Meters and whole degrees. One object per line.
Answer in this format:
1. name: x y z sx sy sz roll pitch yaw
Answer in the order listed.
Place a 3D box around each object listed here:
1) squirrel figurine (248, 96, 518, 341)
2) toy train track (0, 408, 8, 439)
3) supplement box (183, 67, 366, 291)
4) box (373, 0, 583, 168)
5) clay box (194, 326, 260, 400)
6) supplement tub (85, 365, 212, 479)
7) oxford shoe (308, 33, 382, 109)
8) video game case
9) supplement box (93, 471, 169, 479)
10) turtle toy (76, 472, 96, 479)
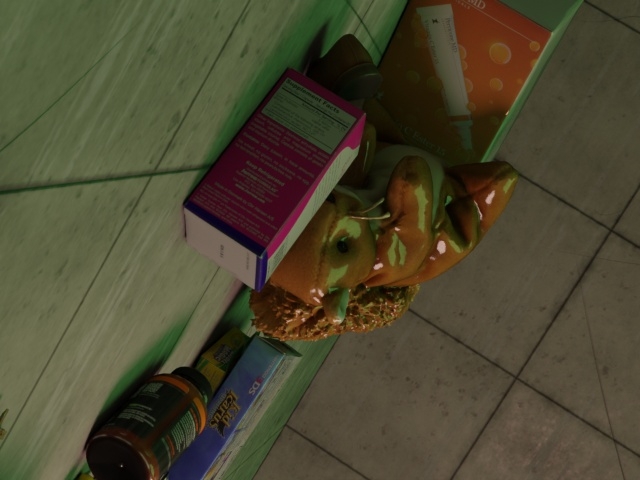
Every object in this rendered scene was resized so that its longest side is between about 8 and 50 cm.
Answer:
1. squirrel figurine: 0.044 0.025 1.921 0.370 0.281 0.397 -37 156 -50
2. toy train track: -0.316 0.183 1.250 0.048 0.014 0.083 -63 179 -13
3. supplement box: -0.052 -0.071 1.504 0.220 0.114 0.111 -53 170 -21
4. box: 0.222 -0.268 2.015 0.168 0.215 0.345 -47 166 -50
5. clay box: -0.179 0.234 2.095 0.222 0.053 0.127 -62 171 26
6. supplement tub: -0.219 0.247 1.730 0.198 0.106 0.106 -46 166 -53
7. oxford shoe: 0.009 -0.183 1.617 0.076 0.076 0.212 -11 160 -32
8. video game case: -0.139 0.280 2.093 0.270 0.061 0.244 -56 173 -2
9. supplement box: -0.274 0.350 1.860 0.083 0.083 0.056 -53 170 -28
10. turtle toy: -0.316 0.366 1.730 0.095 0.066 0.130 -56 172 -15
